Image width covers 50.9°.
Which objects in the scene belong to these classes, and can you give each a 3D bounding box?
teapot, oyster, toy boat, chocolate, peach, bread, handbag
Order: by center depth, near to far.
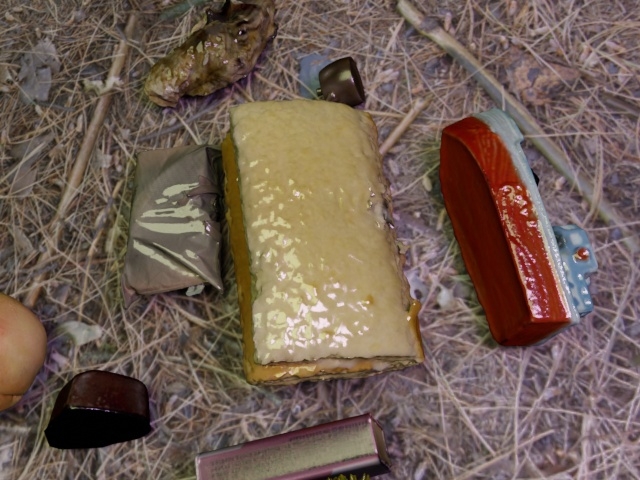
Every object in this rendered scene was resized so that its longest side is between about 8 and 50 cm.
[{"bbox_3d":[0.260,-0.033,0.886,0.133,0.145,0.332,-8,67,-16],"label":"toy boat"},{"bbox_3d":[0.000,0.000,0.897,0.236,0.165,0.376,0,64,-17],"label":"bread"},{"bbox_3d":[-0.316,0.224,0.927,0.148,0.125,0.080,-15,49,11],"label":"chocolate"},{"bbox_3d":[-0.493,0.158,0.957,0.184,0.184,0.184,-5,68,11],"label":"peach"},{"bbox_3d":[-0.206,-0.034,0.999,0.182,0.117,0.271,-9,63,15],"label":"handbag"},{"bbox_3d":[0.027,-0.247,1.058,0.068,0.076,0.121,-14,39,16],"label":"teapot"},{"bbox_3d":[-0.178,-0.351,1.140,0.166,0.094,0.294,12,65,26],"label":"oyster"}]

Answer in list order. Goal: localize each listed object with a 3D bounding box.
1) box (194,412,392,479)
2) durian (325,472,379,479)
[{"bbox_3d":[-0.030,0.277,0.834,0.224,0.120,0.069,-15,62,8],"label":"box"},{"bbox_3d":[0.029,0.321,0.769,0.137,0.221,0.095,-20,44,-9],"label":"durian"}]
